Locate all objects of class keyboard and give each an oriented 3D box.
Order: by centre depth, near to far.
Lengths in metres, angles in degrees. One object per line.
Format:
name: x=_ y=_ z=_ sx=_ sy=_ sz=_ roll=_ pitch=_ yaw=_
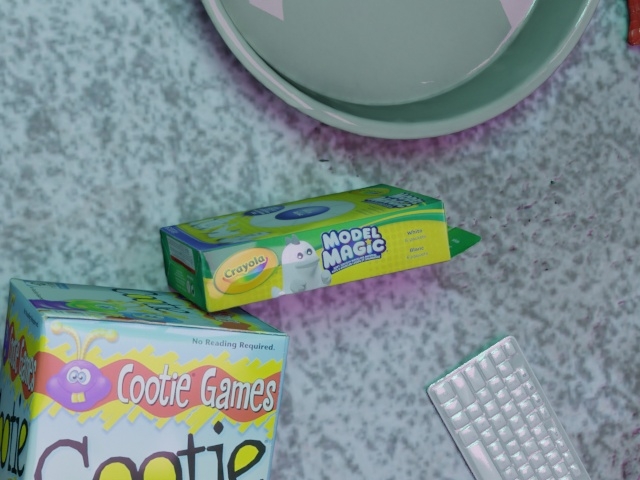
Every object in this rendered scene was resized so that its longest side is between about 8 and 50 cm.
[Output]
keyboard: x=0.162 y=0.189 z=1.042 sx=0.072 sy=0.014 sz=0.256 roll=-33 pitch=106 yaw=-13

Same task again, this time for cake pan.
cake pan: x=0.047 y=-0.211 z=0.927 sx=0.293 sy=0.054 sz=0.293 roll=-3 pitch=98 yaw=-19

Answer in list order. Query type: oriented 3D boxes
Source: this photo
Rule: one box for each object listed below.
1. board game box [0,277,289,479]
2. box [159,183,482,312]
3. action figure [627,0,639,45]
board game box: x=-0.122 y=0.173 z=0.871 sx=0.142 sy=0.144 sz=0.275 roll=6 pitch=94 yaw=-20
box: x=0.000 y=0.000 z=0.911 sx=0.179 sy=0.105 sz=0.043 roll=-10 pitch=101 yaw=-19
action figure: x=0.244 y=-0.281 z=0.970 sx=0.139 sy=0.091 sz=0.280 roll=-18 pitch=104 yaw=-10
